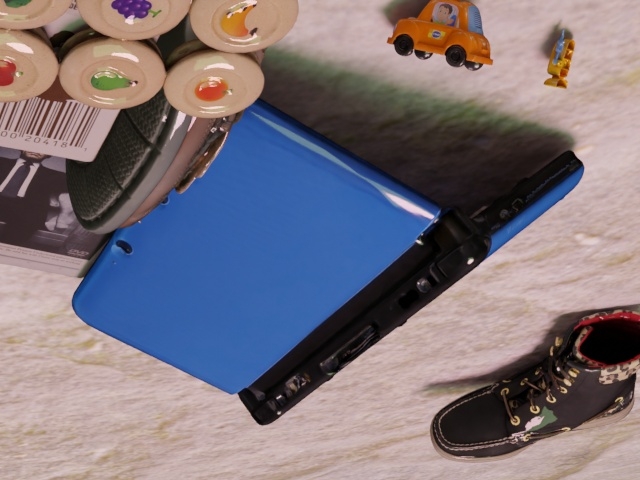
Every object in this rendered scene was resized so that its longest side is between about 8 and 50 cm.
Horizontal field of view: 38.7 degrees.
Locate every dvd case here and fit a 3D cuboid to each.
[{"bbox_3d":[-0.180,-0.055,0.559,0.179,0.030,0.238,14,143,-34],"label":"dvd case"}]

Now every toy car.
[{"bbox_3d":[0.096,-0.118,0.532,0.122,0.060,0.040,-2,109,-44],"label":"toy car"}]

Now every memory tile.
[{"bbox_3d":[-0.053,-0.087,0.275,0.113,0.012,0.148,2,148,-23],"label":"memory tile"}]

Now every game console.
[{"bbox_3d":[0.000,0.000,0.672,0.250,0.173,0.293,-32,172,-43],"label":"game console"}]

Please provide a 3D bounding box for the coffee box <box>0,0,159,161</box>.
[{"bbox_3d":[-0.083,-0.157,0.301,0.098,0.141,0.246,10,144,-28],"label":"coffee box"}]

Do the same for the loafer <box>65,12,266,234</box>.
[{"bbox_3d":[-0.047,-0.101,0.430,0.084,0.096,0.267,-3,140,-37],"label":"loafer"}]

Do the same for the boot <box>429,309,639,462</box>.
[{"bbox_3d":[0.232,0.152,0.961,0.236,0.085,0.178,-13,148,-4],"label":"boot"}]
